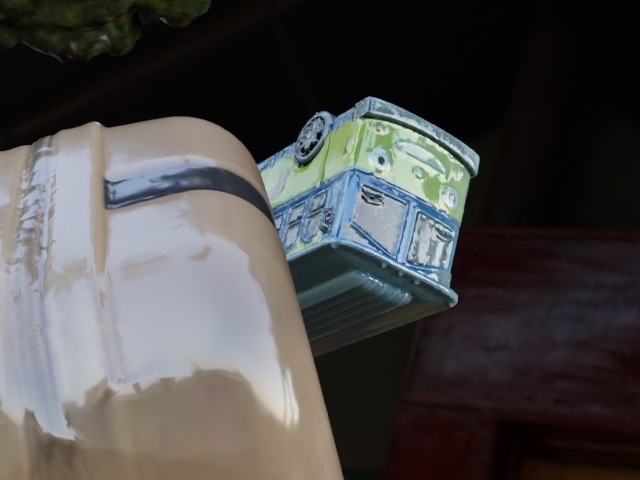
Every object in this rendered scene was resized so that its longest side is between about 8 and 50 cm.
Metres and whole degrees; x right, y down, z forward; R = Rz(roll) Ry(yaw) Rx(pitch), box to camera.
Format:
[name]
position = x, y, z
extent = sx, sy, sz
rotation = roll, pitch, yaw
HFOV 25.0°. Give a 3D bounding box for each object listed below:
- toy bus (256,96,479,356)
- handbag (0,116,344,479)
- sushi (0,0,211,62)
[toy bus]
position = 0.000, 0.000, 1.421
extent = 0.152, 0.190, 0.312
rotation = 27, -30, -27
[handbag]
position = -0.063, 0.099, 0.524
extent = 0.149, 0.283, 0.301
rotation = -17, -61, -4
[sushi]
position = -0.128, -0.272, 0.853
extent = 0.294, 0.352, 0.178
rotation = 7, -38, 3
